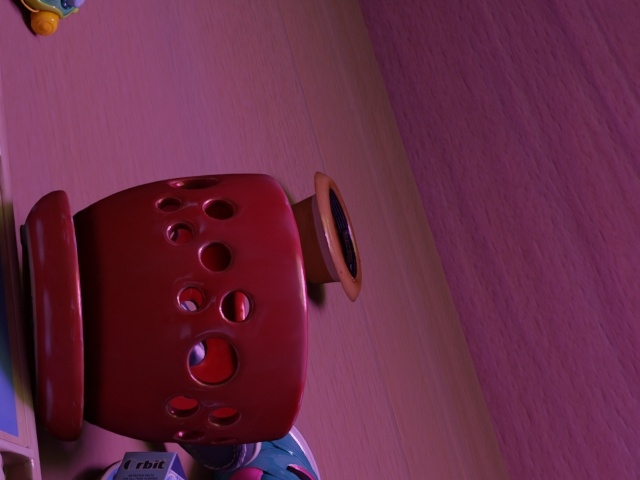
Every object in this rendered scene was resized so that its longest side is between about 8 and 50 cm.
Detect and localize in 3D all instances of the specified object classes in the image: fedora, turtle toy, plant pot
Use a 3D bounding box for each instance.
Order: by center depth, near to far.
[{"bbox_3d":[-0.113,0.052,0.772,0.191,0.174,0.191,176,-90,-72],"label":"plant pot"},{"bbox_3d":[-0.254,-0.256,1.015,0.130,0.066,0.095,55,19,-45],"label":"turtle toy"},{"bbox_3d":[0.000,0.000,1.606,0.194,0.079,0.194,-15,90,-78],"label":"fedora"}]

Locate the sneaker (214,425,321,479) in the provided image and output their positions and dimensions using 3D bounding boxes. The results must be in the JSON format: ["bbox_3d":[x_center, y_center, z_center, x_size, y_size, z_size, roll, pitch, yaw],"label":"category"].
[{"bbox_3d":[-0.008,0.306,0.991,0.296,0.123,0.178,60,10,-6],"label":"sneaker"}]

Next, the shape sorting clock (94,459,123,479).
[{"bbox_3d":[-0.116,0.260,0.822,0.206,0.040,0.206,-22,90,-77],"label":"shape sorting clock"}]

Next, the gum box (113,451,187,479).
[{"bbox_3d":[-0.111,0.252,0.695,0.184,0.041,0.157,-72,153,-50],"label":"gum box"}]

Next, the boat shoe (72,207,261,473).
[{"bbox_3d":[-0.131,0.087,0.914,0.079,0.095,0.255,-59,125,-76],"label":"boat shoe"}]

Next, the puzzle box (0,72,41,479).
[{"bbox_3d":[-0.263,-0.004,0.622,0.272,0.052,0.409,44,28,-59],"label":"puzzle box"}]
